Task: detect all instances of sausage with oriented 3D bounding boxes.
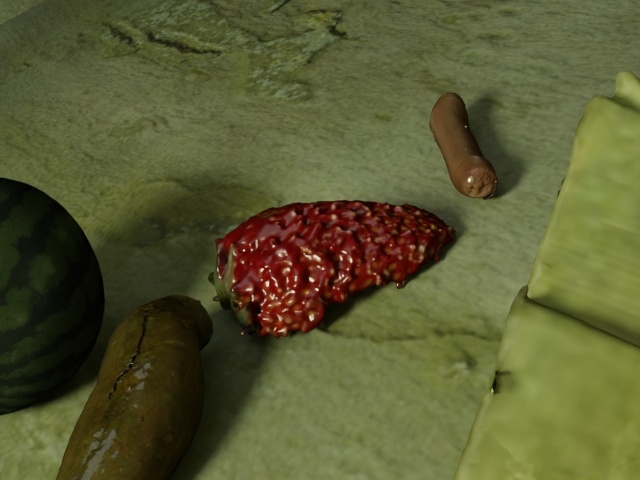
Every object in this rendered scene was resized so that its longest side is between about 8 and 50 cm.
[{"bbox_3d":[0.129,-0.087,1.076,0.043,0.043,0.186,-21,28,7],"label":"sausage"}]

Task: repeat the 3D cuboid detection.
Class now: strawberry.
[{"bbox_3d":[-0.003,-0.004,0.993,0.208,0.087,0.167,-29,26,-12],"label":"strawberry"}]

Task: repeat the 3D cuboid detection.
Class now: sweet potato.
[{"bbox_3d":[-0.143,0.146,0.867,0.112,0.085,0.286,-46,20,44],"label":"sweet potato"}]

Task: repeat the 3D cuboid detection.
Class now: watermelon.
[{"bbox_3d":[-0.290,0.050,1.001,0.212,0.212,0.212,-19,28,11],"label":"watermelon"}]

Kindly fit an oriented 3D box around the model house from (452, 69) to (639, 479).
[{"bbox_3d":[0.185,0.137,0.494,0.266,0.261,0.321,15,60,16],"label":"model house"}]
